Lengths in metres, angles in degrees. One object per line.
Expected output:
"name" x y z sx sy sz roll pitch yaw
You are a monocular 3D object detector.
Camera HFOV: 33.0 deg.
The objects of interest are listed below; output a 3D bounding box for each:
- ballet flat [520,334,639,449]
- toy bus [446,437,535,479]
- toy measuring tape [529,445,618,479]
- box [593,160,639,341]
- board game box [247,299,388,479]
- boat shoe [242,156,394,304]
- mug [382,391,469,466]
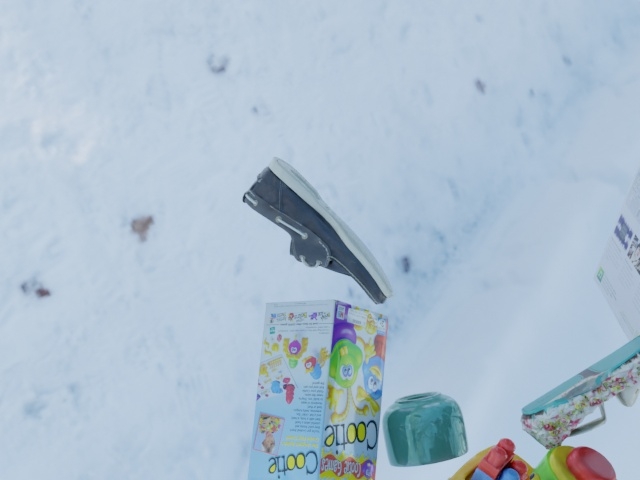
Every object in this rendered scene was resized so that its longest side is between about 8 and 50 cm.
"ballet flat" 0.391 0.213 1.511 0.077 0.241 0.091 58 0 -3
"toy bus" 0.246 0.372 1.565 0.149 0.211 0.220 32 26 22
"toy measuring tape" 0.390 0.341 1.492 0.330 0.121 0.121 8 66 -37
"box" 0.521 -0.013 1.629 0.058 0.322 0.232 8 29 -10
"board game box" -0.001 0.241 1.657 0.142 0.144 0.275 20 71 -48
"boat shoe" 0.000 0.000 1.367 0.233 0.079 0.084 45 8 8
"mug" 0.161 0.292 1.704 0.158 0.129 0.097 139 -60 -87
